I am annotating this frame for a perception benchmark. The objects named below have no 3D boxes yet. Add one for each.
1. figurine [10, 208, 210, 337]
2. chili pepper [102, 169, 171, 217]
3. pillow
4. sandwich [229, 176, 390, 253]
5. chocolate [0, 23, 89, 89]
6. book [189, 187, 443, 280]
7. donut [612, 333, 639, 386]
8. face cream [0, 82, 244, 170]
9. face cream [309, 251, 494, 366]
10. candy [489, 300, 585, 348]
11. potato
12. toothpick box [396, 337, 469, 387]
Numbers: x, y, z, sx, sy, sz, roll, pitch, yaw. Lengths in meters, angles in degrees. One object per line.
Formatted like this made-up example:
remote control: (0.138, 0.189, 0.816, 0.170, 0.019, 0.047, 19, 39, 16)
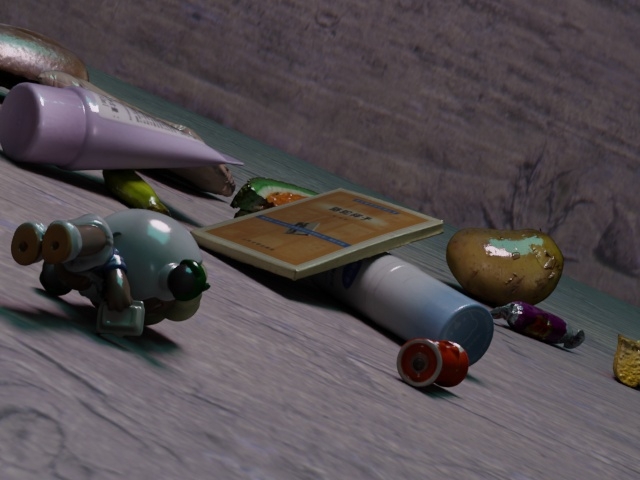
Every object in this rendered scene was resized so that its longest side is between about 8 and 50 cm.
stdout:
figurine: (-0.156, 0.024, 1.379, 0.147, 0.094, 0.197, 2, 3, 28)
chili pepper: (-0.223, -0.064, 2.121, 0.049, 0.043, 0.208, 49, 0, -26)
pillow: (-0.250, -0.145, 2.503, 0.270, 0.067, 0.173, 25, -11, 16)
sandwich: (-0.005, 0.000, 2.259, 0.159, 0.079, 0.235, 38, 16, 27)
chocolate: (-0.446, -0.264, 2.564, 0.261, 0.083, 0.161, 13, -4, -33)
book: (-0.002, -0.011, 2.045, 0.170, 0.018, 0.241, 20, 26, 40)
donut: (0.482, 0.187, 2.478, 0.181, 0.078, 0.146, 20, 2, 32)
face cream: (-0.235, -0.123, 2.116, 0.274, 0.096, 0.154, 5, 12, -41)
face cream: (0.084, 0.061, 2.000, 0.077, 0.077, 0.250, 19, 6, -40)
candy: (0.298, 0.115, 2.543, 0.175, 0.045, 0.043, 22, 40, -29)
potato: (0.274, 0.041, 2.722, 0.176, 0.137, 0.137, 3, 4, 7)
toothpick box: (0.109, 0.118, 1.751, 0.047, 0.047, 0.083, 26, 6, 24)
